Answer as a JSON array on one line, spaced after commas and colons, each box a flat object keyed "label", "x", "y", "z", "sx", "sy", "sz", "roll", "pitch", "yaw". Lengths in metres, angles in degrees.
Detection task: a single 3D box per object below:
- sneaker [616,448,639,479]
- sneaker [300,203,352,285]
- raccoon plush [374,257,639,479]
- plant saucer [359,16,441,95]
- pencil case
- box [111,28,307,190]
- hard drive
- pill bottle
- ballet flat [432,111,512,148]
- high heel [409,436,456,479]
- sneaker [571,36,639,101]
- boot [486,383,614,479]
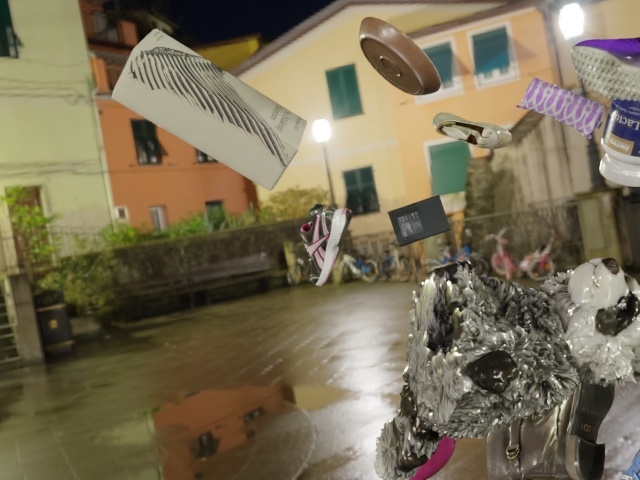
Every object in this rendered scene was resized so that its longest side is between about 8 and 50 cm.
[{"label": "sneaker", "x": 0.478, "y": 0.389, "z": 1.068, "sx": 0.080, "sy": 0.211, "sz": 0.081, "roll": 29, "pitch": 8, "yaw": 35}, {"label": "sneaker", "x": 0.000, "y": 0.000, "z": 1.259, "sx": 0.077, "sy": 0.178, "sz": 0.072, "roll": 23, "pitch": 40, "yaw": 7}, {"label": "raccoon plush", "x": 0.270, "y": 0.182, "z": 1.002, "sx": 0.299, "sy": 0.216, "sz": 0.446, "roll": 5, "pitch": -36, "yaw": -14}, {"label": "plant saucer", "x": 0.122, "y": -0.291, "z": 1.160, "sx": 0.029, "sy": 0.168, "sz": 0.168, "roll": -50, "pitch": 4, "yaw": -5}, {"label": "pencil case", "x": 0.605, "y": -0.334, "z": 1.788, "sx": 0.206, "sy": 0.088, "sz": 0.086, "roll": 28, "pitch": 31, "yaw": 12}, {"label": "box", "x": -0.163, "y": -0.198, "z": 1.083, "sx": 0.094, "sy": 0.275, "sz": 0.113, "roll": -53, "pitch": 15, "yaw": 31}, {"label": "hard drive", "x": 0.246, "y": -0.049, "z": 1.777, "sx": 0.135, "sy": 0.094, "sz": 0.022, "roll": -19, "pitch": 7, "yaw": 5}, {"label": "pill bottle", "x": 0.749, "y": -0.270, "z": 1.668, "sx": 0.153, "sy": 0.264, "sz": 0.153, "roll": 2, "pitch": 33, "yaw": -1}, {"label": "ballet flat", "x": 0.304, "y": -0.211, "z": 1.433, "sx": 0.168, "sy": 0.057, "sz": 0.052, "roll": 14, "pitch": 35, "yaw": -4}, {"label": "high heel", "x": 0.229, "y": 0.357, "z": 1.545, "sx": 0.181, "sy": 0.377, "sz": 0.127, "roll": 27, "pitch": 4, "yaw": -30}, {"label": "sneaker", "x": 0.624, "y": -0.338, "z": 1.342, "sx": 0.146, "sy": 0.102, "sz": 0.293, "roll": -41, "pitch": 42, "yaw": -16}, {"label": "boot", "x": 0.386, "y": 0.313, "z": 1.253, "sx": 0.091, "sy": 0.263, "sz": 0.229, "roll": 31, "pitch": -28, "yaw": -22}]
